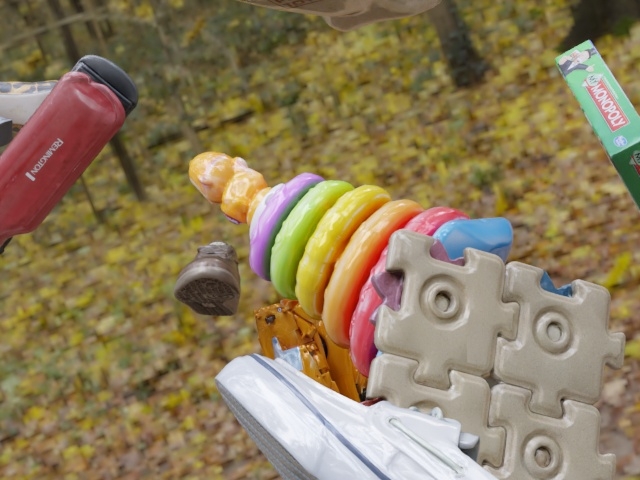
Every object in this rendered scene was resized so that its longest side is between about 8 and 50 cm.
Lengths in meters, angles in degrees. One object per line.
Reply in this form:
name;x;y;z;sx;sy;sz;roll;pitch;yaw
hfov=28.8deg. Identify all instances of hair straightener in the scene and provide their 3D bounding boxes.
hair straightener;-0.177;-0.012;0.716;0.230;0.047;0.089;-53;10;21

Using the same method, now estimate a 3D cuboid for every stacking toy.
stacking toy;0.000;0.000;1.100;0.301;0.166;0.175;29;14;22

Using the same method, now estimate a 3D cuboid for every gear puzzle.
gear puzzle;0.089;0.172;0.756;0.175;0.339;0.044;15;-18;-17

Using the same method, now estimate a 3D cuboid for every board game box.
board game box;0.356;-0.037;1.310;0.046;0.317;0.213;-29;32;14

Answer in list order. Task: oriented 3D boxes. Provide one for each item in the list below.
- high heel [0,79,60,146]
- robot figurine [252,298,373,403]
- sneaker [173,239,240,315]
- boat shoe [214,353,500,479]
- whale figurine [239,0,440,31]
high heel;-0.446;-0.202;1.783;0.186;0.093;0.261;22;24;24
robot figurine;0.025;0.196;1.334;0.085;0.291;0.211;-21;-4;25
sneaker;-0.116;0.030;1.287;0.066;0.071;0.188;1;-13;-3
boat shoe;0.048;0.121;0.603;0.226;0.083;0.076;40;71;22
whale figurine;-0.023;-0.233;0.834;0.216;0.141;0.272;-8;-19;37
